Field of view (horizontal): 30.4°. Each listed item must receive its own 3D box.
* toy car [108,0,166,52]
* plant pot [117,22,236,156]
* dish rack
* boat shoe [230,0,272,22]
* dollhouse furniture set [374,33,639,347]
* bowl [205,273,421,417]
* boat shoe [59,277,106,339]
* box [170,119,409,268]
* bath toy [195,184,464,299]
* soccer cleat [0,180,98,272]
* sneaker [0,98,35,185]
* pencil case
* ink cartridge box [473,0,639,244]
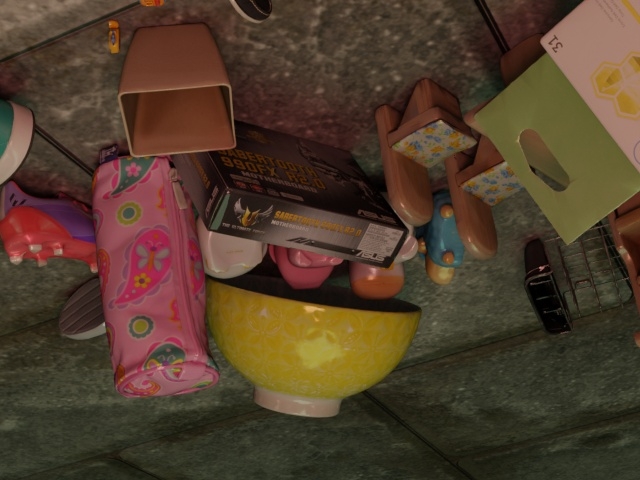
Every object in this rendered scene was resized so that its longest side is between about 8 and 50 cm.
[{"bbox_3d":[-0.168,-0.219,1.137,0.060,0.041,0.122,4,148,-19],"label":"toy car"},{"bbox_3d":[-0.146,-0.158,1.192,0.109,0.096,0.109,-6,150,-4],"label":"plant pot"},{"bbox_3d":[0.429,0.037,1.678,0.271,0.074,0.208,-15,150,13],"label":"dish rack"},{"bbox_3d":[-0.073,-0.251,1.102,0.038,0.046,0.125,-15,141,23],"label":"boat shoe"},{"bbox_3d":[0.328,-0.059,1.307,0.362,0.257,0.394,-29,144,33],"label":"dollhouse furniture set"},{"bbox_3d":[-0.019,0.141,1.539,0.289,0.156,0.289,8,-177,0],"label":"bowl"},{"bbox_3d":[-0.252,0.083,1.594,0.226,0.083,0.075,-26,144,28],"label":"boat shoe"},{"bbox_3d":[-0.039,-0.058,1.299,0.231,0.183,0.056,13,117,-30],"label":"box"},{"bbox_3d":[0.000,0.000,1.481,0.348,0.129,0.152,1,105,-17],"label":"bath toy"},{"bbox_3d":[-0.287,-0.013,1.441,0.083,0.095,0.248,-24,161,33],"label":"soccer cleat"},{"bbox_3d":[-0.453,-0.081,1.230,0.295,0.124,0.178,-31,142,34],"label":"sneaker"},{"bbox_3d":[-0.188,0.034,1.332,0.124,0.284,0.124,-8,157,-3],"label":"pencil case"},{"bbox_3d":[0.265,-0.125,1.112,0.235,0.171,0.056,-41,166,28],"label":"ink cartridge box"}]
